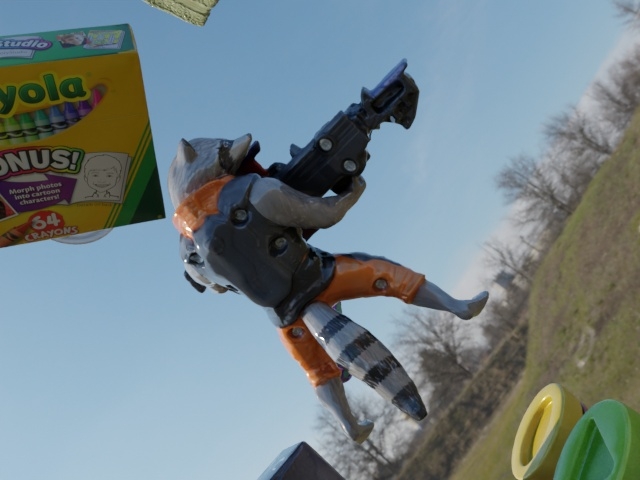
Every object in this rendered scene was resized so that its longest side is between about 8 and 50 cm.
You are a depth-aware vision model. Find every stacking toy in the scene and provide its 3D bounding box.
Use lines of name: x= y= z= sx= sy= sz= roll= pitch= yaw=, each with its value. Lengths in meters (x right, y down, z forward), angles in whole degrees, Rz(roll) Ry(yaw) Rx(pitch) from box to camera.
stacking toy: x=0.275 y=0.307 z=0.639 sx=0.279 sy=0.130 sz=0.309 roll=101 pitch=-166 yaw=-73

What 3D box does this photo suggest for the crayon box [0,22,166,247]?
crayon box: x=-0.439 y=-0.144 z=0.956 sx=0.363 sy=0.106 sz=0.313 roll=-12 pitch=-42 yaw=-15

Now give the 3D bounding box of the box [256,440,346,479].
box: x=0.006 y=0.370 z=0.698 sx=0.163 sy=0.247 sz=0.142 roll=-44 pitch=-8 yaw=-26

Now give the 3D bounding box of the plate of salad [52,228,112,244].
plate of salad: x=-0.532 y=-0.083 z=1.366 sx=0.200 sy=0.200 sz=0.048 roll=-37 pitch=-9 yaw=-38

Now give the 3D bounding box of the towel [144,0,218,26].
towel: x=-0.282 y=-0.485 z=1.258 sx=0.110 sy=0.148 sz=0.027 roll=-34 pitch=44 yaw=52

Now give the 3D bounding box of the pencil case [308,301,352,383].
pencil case: x=0.008 y=0.137 z=0.933 sx=0.064 sy=0.152 sz=0.070 roll=11 pitch=-41 yaw=-21

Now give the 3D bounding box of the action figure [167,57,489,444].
action figure: x=0.000 y=0.000 z=0.603 sx=0.341 sy=0.330 sz=0.178 roll=-51 pitch=1 yaw=24
